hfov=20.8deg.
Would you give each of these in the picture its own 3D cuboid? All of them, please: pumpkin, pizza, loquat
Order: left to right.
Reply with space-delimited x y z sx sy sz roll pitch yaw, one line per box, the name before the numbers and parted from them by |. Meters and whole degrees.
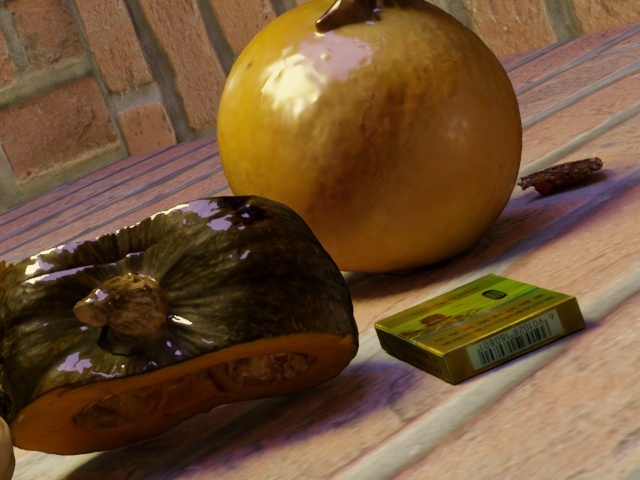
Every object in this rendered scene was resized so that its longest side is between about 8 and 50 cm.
pumpkin | -0.133 0.069 1.452 0.317 0.139 0.222 -15 -28 12
loquat | 0.053 -0.136 1.838 0.328 0.359 0.328 3 19 -1
pizza | 0.286 -0.076 1.996 0.100 0.029 0.099 -14 3 23

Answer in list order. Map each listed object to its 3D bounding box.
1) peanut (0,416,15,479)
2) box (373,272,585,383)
peanut | -0.397 0.211 1.420 0.319 0.147 0.147 -22 9 8
box | 0.128 0.071 1.457 0.121 0.030 0.193 -22 9 -12
